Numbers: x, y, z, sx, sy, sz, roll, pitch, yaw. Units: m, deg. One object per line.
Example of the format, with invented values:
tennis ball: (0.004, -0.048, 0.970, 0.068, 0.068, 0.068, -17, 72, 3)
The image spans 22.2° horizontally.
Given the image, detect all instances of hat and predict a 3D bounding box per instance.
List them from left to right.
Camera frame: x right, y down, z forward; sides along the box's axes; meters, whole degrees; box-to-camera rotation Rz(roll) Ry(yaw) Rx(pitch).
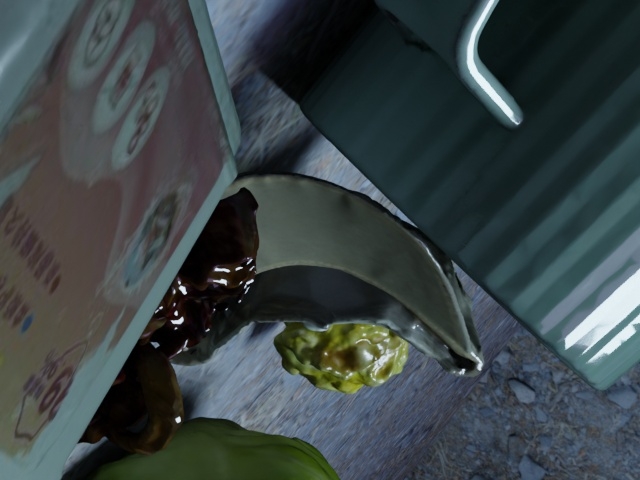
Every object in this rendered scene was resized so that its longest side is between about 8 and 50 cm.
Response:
hat: (0.000, 0.000, 1.042, 0.244, 0.214, 0.149, 85, 11, -48)

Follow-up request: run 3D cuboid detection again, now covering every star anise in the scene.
star anise: (-0.106, 0.041, 0.813, 0.190, 0.126, 0.220, -57, 164, 14)

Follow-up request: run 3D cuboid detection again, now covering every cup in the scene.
cup: (0.184, -0.161, 0.970, 0.392, 0.401, 0.310, -46, -151, 4)

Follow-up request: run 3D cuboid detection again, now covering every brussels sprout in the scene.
brussels sprout: (-0.096, 0.284, 1.290, 0.328, 0.247, 0.328, -61, 180, 1)

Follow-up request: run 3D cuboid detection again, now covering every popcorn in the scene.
popcorn: (0.016, 0.076, 1.370, 0.106, 0.116, 0.120, -25, 159, -21)

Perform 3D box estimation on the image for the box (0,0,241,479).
box: (-0.127, -0.027, 0.456, 0.182, 0.175, 0.312, -57, 170, -11)
